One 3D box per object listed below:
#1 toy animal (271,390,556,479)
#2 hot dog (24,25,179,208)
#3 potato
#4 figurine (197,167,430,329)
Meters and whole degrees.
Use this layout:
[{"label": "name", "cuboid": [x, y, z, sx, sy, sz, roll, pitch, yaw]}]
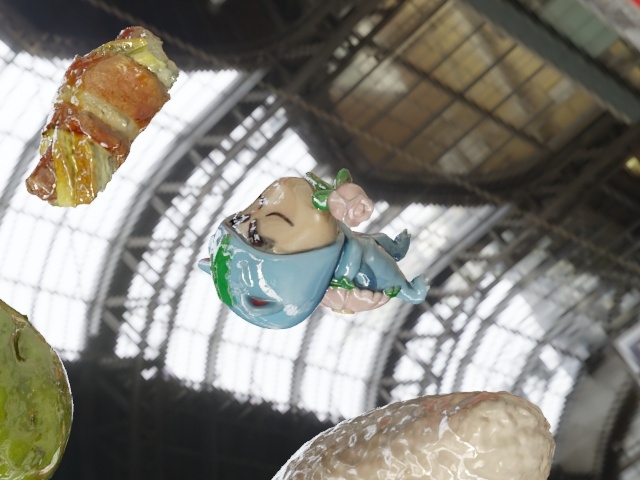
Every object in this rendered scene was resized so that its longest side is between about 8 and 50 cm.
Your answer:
[{"label": "toy animal", "cuboid": [0.076, 0.253, 1.305, 0.226, 0.358, 0.188, 15, -125, -61]}, {"label": "hot dog", "cuboid": [-0.231, -0.129, 1.389, 0.103, 0.146, 0.213, 39, -113, -22]}, {"label": "potato", "cuboid": [-0.345, 0.156, 1.359, 0.186, 0.148, 0.253, -52, -37, -47]}, {"label": "figurine", "cuboid": [0.003, 0.000, 1.046, 0.178, 0.144, 0.114, 4, -147, -30]}]
